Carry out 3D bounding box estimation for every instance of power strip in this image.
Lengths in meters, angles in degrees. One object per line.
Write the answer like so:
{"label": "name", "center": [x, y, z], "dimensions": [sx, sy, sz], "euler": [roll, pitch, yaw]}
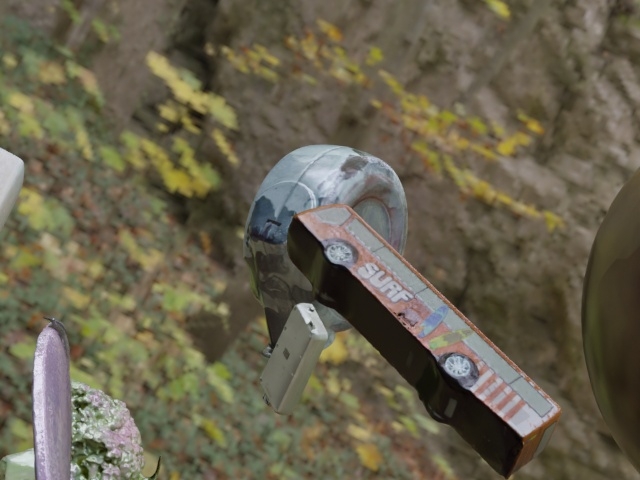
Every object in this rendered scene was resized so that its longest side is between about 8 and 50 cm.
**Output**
{"label": "power strip", "center": [-0.020, 0.089, 1.031], "dimensions": [0.016, 0.090, 0.040], "euler": [5, 35, -31]}

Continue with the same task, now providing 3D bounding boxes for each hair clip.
{"label": "hair clip", "center": [-0.281, 0.241, 1.414], "dimensions": [0.095, 0.359, 0.110], "euler": [-18, -30, 35]}

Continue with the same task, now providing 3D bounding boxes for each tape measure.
{"label": "tape measure", "center": [0.000, 0.000, 1.896], "dimensions": [0.147, 0.275, 0.256], "euler": [16, -49, 32]}

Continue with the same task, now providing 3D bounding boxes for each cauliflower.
{"label": "cauliflower", "center": [-0.409, 0.365, 2.188], "dimensions": [0.315, 0.256, 0.239], "euler": [-9, -44, -5]}

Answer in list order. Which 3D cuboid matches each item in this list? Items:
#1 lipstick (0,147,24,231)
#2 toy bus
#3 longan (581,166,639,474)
{"label": "lipstick", "center": [-0.269, 0.036, 0.908], "dimensions": [0.078, 0.253, 0.077], "euler": [21, -43, -8]}
{"label": "toy bus", "center": [0.110, 0.108, 1.628], "dimensions": [0.409, 0.092, 0.093], "euler": [45, -35, 28]}
{"label": "longan", "center": [0.298, 0.039, 0.815], "dimensions": [0.297, 0.297, 0.297], "euler": [26, -7, 3]}
